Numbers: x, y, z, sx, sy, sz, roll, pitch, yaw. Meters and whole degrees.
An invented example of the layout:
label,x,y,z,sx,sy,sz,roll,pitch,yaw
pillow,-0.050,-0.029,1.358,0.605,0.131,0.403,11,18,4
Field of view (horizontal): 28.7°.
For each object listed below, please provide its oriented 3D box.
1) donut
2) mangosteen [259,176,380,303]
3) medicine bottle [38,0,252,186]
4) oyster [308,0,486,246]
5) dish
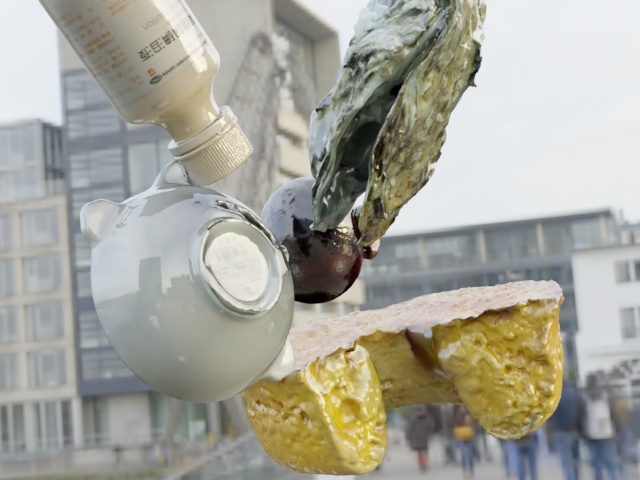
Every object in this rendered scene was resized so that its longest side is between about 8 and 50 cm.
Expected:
label,x,y,z,sx,sy,sz,roll,pitch,yaw
donut,0.105,0.177,1.636,0.434,0.164,0.377,-14,5,-6
mangosteen,0.000,0.000,1.426,0.152,0.153,0.152,-5,-7,-1
medicine bottle,-0.158,-0.168,1.181,0.114,0.252,0.114,-30,18,11
oyster,0.081,-0.165,1.261,0.158,0.351,0.162,13,6,-1
dish,-0.093,0.024,1.112,0.236,0.228,0.086,18,-30,-36
